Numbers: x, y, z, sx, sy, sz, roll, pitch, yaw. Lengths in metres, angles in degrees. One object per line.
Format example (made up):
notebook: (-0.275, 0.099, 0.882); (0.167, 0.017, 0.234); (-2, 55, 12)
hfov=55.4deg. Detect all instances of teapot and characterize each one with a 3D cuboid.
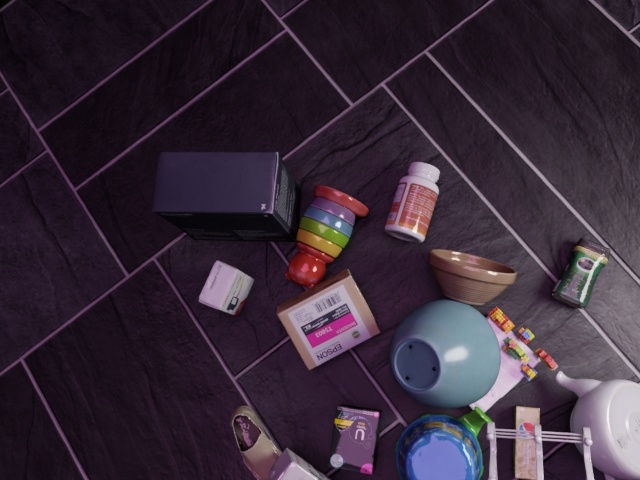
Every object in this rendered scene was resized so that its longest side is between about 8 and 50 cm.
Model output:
teapot: (0.722, 0.478, 1.524); (0.252, 0.187, 0.256); (25, 61, -16)

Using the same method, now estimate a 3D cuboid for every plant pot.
plant pot: (0.290, 0.304, 1.569); (0.290, 0.195, 0.290); (1, 92, 35)
plant pot: (0.399, 0.105, 1.651); (0.237, 0.237, 0.110); (15, 100, 13)

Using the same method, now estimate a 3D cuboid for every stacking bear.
stacking bear: (0.000, 0.000, 1.776); (0.175, 0.164, 0.289); (24, 86, 14)

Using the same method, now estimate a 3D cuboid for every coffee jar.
coffee jar: (0.713, 0.088, 1.665); (0.096, 0.079, 0.184); (27, 84, 18)

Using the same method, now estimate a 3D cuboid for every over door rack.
over door rack: (0.531, 0.594, 1.464); (0.239, 0.108, 0.324); (-2, 111, 21)

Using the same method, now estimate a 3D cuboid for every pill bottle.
pill bottle: (0.272, -0.111, 1.767); (0.121, 0.121, 0.216); (17, 80, 13)

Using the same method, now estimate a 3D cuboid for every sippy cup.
sippy cup: (0.302, 0.564, 1.550); (0.240, 0.224, 0.306); (7, 78, 11)

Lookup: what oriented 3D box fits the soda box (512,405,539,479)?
soda box: (0.539, 0.530, 1.602); (0.061, 0.058, 0.181); (3, 77, 10)

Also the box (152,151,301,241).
box: (-0.254, -0.119, 1.761); (0.343, 0.312, 0.179); (1, 77, 10)

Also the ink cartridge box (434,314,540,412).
ink cartridge box: (0.454, 0.338, 1.670); (0.224, 0.056, 0.181); (-44, 74, 3)

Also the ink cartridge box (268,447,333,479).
ink cartridge box: (-0.022, 0.652, 1.588); (0.217, 0.158, 0.092); (35, 80, -4)

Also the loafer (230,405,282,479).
loafer: (-0.177, 0.585, 1.695); (0.102, 0.092, 0.268); (-38, 74, 0)

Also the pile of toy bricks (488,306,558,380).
pile of toy bricks: (0.506, 0.277, 1.588); (0.118, 0.105, 0.212); (-44, 74, 2)

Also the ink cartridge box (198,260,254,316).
ink cartridge box: (-0.270, 0.144, 1.773); (0.072, 0.175, 0.128); (21, 82, 14)

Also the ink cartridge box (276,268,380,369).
ink cartridge box: (0.022, 0.221, 1.711); (0.234, 0.088, 0.193); (-29, 101, 2)

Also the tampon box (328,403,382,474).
tampon box: (0.097, 0.536, 1.654); (0.120, 0.101, 0.161); (5, 78, 12)
